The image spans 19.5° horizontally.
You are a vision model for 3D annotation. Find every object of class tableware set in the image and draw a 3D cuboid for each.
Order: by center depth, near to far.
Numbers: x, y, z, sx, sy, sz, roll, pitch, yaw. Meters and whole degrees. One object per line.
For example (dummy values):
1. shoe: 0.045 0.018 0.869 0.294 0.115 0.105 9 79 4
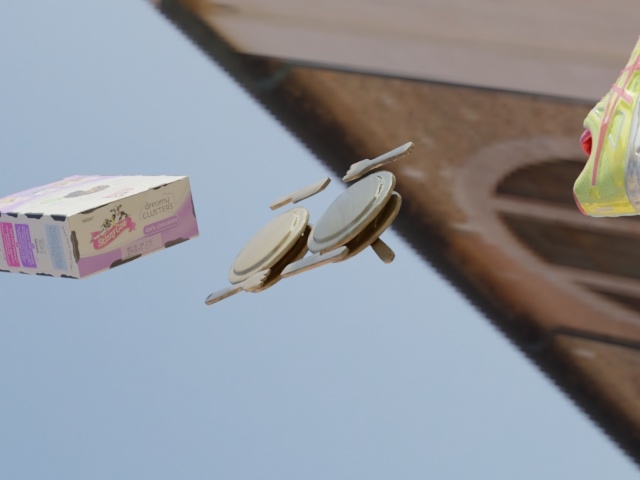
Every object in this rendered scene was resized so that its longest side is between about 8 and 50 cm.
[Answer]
1. tableware set: 0.000 0.000 1.473 0.039 0.194 0.128 46 -126 -18

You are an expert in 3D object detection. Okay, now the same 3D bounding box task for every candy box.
1. candy box: -0.254 -0.018 1.959 0.165 0.196 0.070 -20 -74 -41

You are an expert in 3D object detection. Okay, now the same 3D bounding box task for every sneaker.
1. sneaker: 0.235 -0.096 1.378 0.081 0.094 0.208 48 -135 -24
